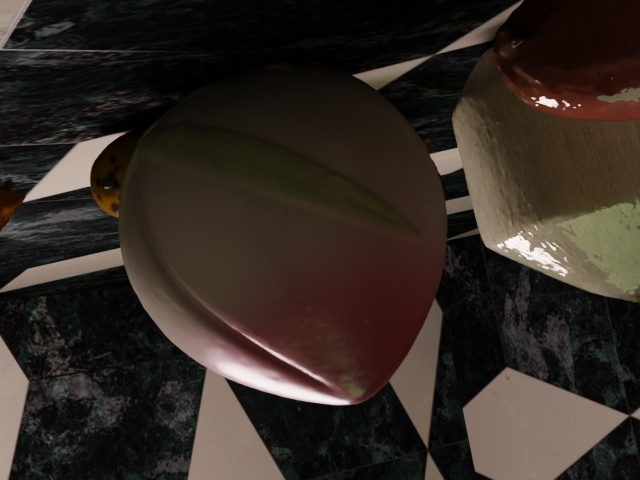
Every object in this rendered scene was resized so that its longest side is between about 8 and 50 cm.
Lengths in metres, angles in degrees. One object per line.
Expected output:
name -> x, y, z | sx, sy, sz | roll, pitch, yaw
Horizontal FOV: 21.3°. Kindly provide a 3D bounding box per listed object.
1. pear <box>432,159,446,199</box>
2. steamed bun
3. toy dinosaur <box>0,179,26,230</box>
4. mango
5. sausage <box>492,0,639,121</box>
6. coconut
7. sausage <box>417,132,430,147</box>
pear -> 0.000, 0.000, 1.889 | 0.375, 0.287, 0.287 | -39, -169, -31
steamed bun -> -0.019, 0.016, 1.509 | 0.309, 0.309, 0.309 | -11, 175, -1
toy dinosaur -> -0.394, 0.026, 1.709 | 0.208, 0.097, 0.432 | -55, -172, 33
mango -> -0.140, -0.074, 1.677 | 0.178, 0.090, 0.115 | -14, 177, -20
sausage -> 0.261, -0.162, 1.268 | 0.254, 0.148, 0.148 | -7, 178, 28
coconut -> 0.255, -0.070, 1.584 | 0.237, 0.266, 0.237 | -14, 168, -3
sausage -> 0.048, -0.095, 2.094 | 0.183, 0.054, 0.062 | -14, -157, 2
